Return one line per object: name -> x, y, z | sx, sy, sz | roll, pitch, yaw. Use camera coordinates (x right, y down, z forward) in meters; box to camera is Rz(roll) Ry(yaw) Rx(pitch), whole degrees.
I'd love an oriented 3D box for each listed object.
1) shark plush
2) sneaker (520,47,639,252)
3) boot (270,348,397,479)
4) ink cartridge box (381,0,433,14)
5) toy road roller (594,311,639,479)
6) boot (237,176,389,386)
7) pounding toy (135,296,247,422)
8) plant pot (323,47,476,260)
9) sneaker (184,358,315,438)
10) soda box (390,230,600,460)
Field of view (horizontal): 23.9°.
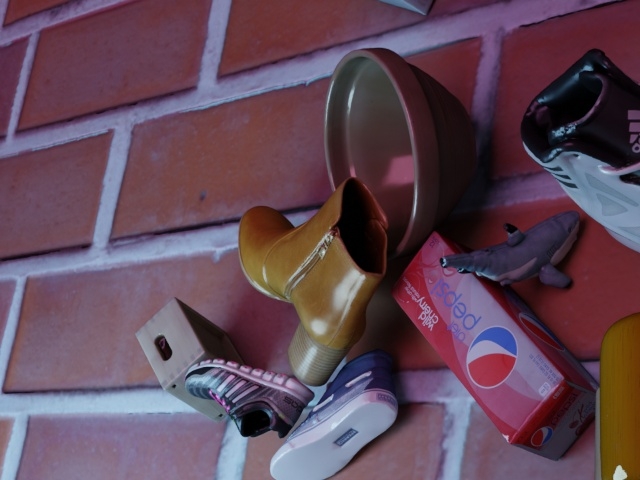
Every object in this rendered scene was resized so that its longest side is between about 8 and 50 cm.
shark plush -> 0.192, 0.005, 1.562 | 0.073, 0.161, 0.067 | -113, 27, -52
sneaker -> 0.344, -0.034, 1.325 | 0.447, 0.257, 0.169 | 25, 90, 49
boot -> 0.017, 0.203, 1.720 | 0.190, 0.069, 0.086 | -36, 32, 29
ink cartridge box -> 0.078, -0.430, 1.863 | 0.168, 0.171, 0.232 | 28, 94, 49
toy road roller -> 0.301, 0.157, 1.244 | 0.329, 0.241, 0.202 | -29, 52, 57
boot -> -0.001, 0.000, 1.740 | 0.211, 0.104, 0.295 | -64, 33, 36
pounding toy -> -0.165, 0.153, 1.891 | 0.100, 0.130, 0.141 | -43, 45, 8
plant pot -> 0.099, -0.101, 1.698 | 0.237, 0.110, 0.237 | 171, 90, -66
sneaker -> -0.093, 0.188, 1.748 | 0.170, 0.063, 0.075 | 8, 60, 29
soda box -> 0.180, 0.105, 1.567 | 0.092, 0.083, 0.263 | -54, 43, 14
